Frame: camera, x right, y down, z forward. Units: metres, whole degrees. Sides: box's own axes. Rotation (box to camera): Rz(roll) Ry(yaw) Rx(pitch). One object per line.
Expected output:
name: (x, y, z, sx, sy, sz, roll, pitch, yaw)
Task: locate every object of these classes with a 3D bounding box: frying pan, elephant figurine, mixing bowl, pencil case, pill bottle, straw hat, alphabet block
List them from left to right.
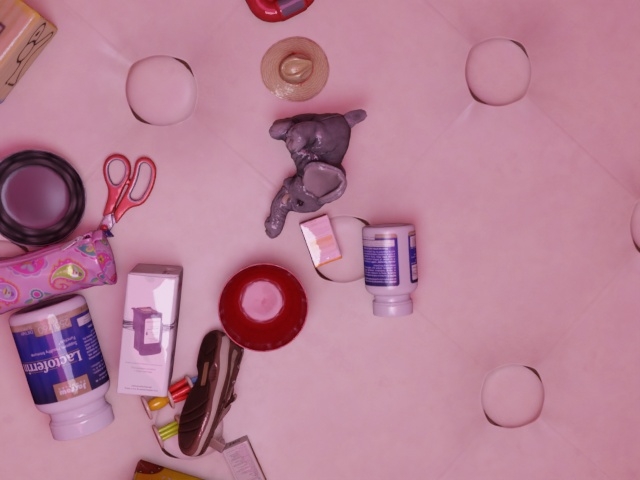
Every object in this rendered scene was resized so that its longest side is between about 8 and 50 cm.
alphabet block: (-0.644, -0.394, 1.607, 0.193, 0.192, 0.197, 38, 89, -10)
frying pan: (-0.628, -0.100, 1.682, 0.326, 0.053, 0.197, 14, 97, -16)
pencil case: (-0.545, 0.062, 1.682, 0.284, 0.124, 0.124, -16, 97, 2)
pill bottle: (-0.507, 0.252, 1.696, 0.153, 0.153, 0.264, -16, 97, -4)
mixing bowl: (-0.119, 0.132, 1.754, 0.182, 0.098, 0.181, 0, 94, -6)
straw hat: (-0.050, -0.350, 1.737, 0.145, 0.061, 0.144, 0, 94, -6)
elephant figurine: (-0.014, -0.132, 1.732, 0.169, 0.186, 0.239, -26, 114, -46)
pill bottle: (0.145, 0.060, 1.769, 0.112, 0.112, 0.186, -4, 95, -6)

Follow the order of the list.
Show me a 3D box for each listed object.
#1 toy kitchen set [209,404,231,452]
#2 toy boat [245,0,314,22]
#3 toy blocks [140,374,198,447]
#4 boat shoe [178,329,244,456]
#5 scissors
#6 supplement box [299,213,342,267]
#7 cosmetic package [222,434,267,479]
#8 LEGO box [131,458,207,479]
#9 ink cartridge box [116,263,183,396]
toy kitchen set: (-0.214, 0.395, 1.795, 0.068, 0.075, 0.083, 30, 131, 9)
toy boat: (-0.100, -0.551, 1.669, 0.151, 0.151, 0.231, -28, 97, -3)
toy blocks: (-0.285, 0.348, 1.778, 0.148, 0.054, 0.123, -23, 107, -19)
boat shoe: (-0.209, 0.316, 1.732, 0.095, 0.095, 0.257, 29, 66, -38)
scissors: (-0.424, -0.036, 1.745, 0.109, 0.021, 0.297, 19, 92, -7)
supplement box: (0.000, 0.000, 1.786, 0.062, 0.036, 0.098, -19, 97, -4)
cosmetic package: (-0.160, 0.479, 1.809, 0.060, 0.041, 0.115, -22, 97, -3)
LEGO box: (-0.206, 0.717, 1.730, 0.500, 0.193, 0.372, 20, 100, -7)
ink cartridge box: (-0.336, 0.171, 1.697, 0.100, 0.172, 0.237, 6, 94, -7)
